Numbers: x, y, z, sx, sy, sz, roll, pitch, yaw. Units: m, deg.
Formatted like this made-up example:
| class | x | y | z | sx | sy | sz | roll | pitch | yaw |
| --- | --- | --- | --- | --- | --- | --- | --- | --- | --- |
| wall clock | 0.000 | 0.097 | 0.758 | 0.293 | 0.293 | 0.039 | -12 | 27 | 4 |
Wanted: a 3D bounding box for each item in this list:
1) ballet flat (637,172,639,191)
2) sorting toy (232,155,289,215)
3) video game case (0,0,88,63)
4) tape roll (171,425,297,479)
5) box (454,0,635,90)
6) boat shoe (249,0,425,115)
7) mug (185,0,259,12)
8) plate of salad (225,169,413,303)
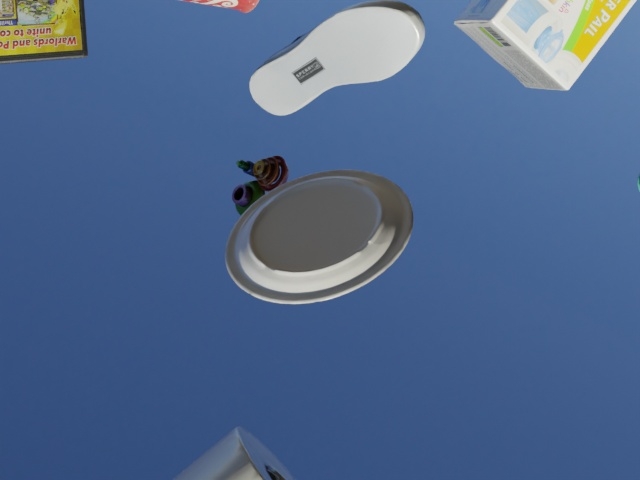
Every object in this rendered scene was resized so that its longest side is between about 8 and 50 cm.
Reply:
| class | x | y | z | sx | sy | sz | roll | pitch | yaw |
| --- | --- | --- | --- | --- | --- | --- | --- | --- | --- |
| ballet flat | 0.451 | -0.120 | 1.791 | 0.072 | 0.068 | 0.213 | 54 | -129 | -24 |
| sorting toy | -0.087 | -0.078 | 1.908 | 0.042 | 0.102 | 0.061 | 22 | -143 | -42 |
| video game case | -0.392 | -0.318 | 1.643 | 0.275 | 0.248 | 0.035 | -10 | -168 | -39 |
| tape roll | -0.080 | 0.352 | 1.643 | 0.246 | 0.169 | 0.246 | 50 | -179 | -1 |
| box | 0.253 | -0.266 | 1.513 | 0.114 | 0.203 | 0.103 | 38 | 176 | -18 |
| boat shoe | 0.012 | -0.118 | 0.911 | 0.049 | 0.142 | 0.040 | 55 | -133 | -16 |
| mug | -0.175 | -0.367 | 1.936 | 0.169 | 0.113 | 0.150 | 1 | -154 | -28 |
| plate of salad | 0.000 | 0.000 | 1.523 | 0.200 | 0.048 | 0.200 | -11 | -140 | 9 |
